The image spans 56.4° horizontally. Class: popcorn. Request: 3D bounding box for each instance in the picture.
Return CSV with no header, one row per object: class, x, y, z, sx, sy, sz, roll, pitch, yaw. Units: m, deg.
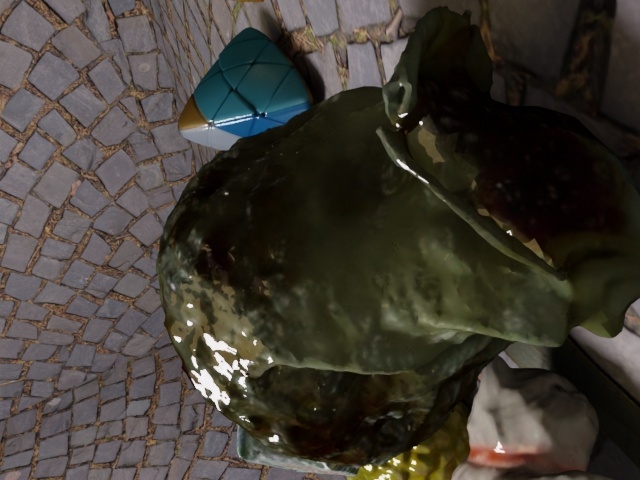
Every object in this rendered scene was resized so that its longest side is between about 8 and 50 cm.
popcorn,0.146,0.326,0.984,0.259,0.259,0.212,109,150,-68

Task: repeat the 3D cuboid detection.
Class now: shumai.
shumai,0.100,0.010,0.532,0.348,0.395,0.394,-20,95,48

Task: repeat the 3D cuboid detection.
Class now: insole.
insole,0.278,0.155,0.653,0.348,0.009,0.118,50,157,46

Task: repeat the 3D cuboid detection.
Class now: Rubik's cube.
Rubik's cube,-0.148,-0.265,1.058,0.254,0.255,0.254,57,162,30

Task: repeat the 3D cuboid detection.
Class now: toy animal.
toy animal,0.244,0.272,0.672,0.266,0.308,0.188,-48,40,26

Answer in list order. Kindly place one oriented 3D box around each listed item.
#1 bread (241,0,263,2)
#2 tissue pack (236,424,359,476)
bread,-0.133,-0.464,0.863,0.240,0.139,0.239,160,90,-74
tissue pack,-0.006,0.187,0.796,0.311,0.128,0.227,66,-153,-65
